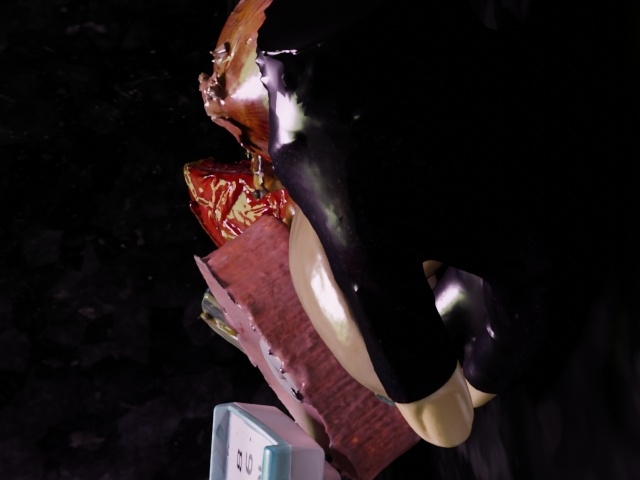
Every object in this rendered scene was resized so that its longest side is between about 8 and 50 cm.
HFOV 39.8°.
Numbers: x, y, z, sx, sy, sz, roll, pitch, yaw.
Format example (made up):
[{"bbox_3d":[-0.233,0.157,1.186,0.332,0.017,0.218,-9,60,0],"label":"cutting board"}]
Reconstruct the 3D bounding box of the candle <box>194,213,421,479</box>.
[{"bbox_3d":[0.005,0.127,0.958,0.287,0.131,0.317,47,167,45],"label":"candle"}]

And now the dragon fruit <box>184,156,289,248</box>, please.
[{"bbox_3d":[-0.108,-0.086,1.682,0.240,0.302,0.330,-67,18,-15],"label":"dragon fruit"}]

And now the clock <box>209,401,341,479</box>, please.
[{"bbox_3d":[-0.046,0.321,0.944,0.231,0.116,0.262,-178,91,-70],"label":"clock"}]

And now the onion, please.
[{"bbox_3d":[-0.049,-0.163,0.964,0.230,0.163,0.230,37,141,37],"label":"onion"}]

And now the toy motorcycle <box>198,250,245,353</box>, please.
[{"bbox_3d":[-0.110,0.122,1.629,0.169,0.237,0.410,-56,0,-15],"label":"toy motorcycle"}]

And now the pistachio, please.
[{"bbox_3d":[0.044,0.032,0.762,0.136,0.135,0.226,92,160,-53],"label":"pistachio"}]

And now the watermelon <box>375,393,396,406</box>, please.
[{"bbox_3d":[0.091,0.126,0.802,0.061,0.085,0.085,5,104,52],"label":"watermelon"}]

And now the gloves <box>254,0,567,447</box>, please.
[{"bbox_3d":[0.057,-0.010,0.483,0.197,0.152,0.301,-75,-17,-45],"label":"gloves"}]

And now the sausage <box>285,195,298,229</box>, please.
[{"bbox_3d":[0.004,0.017,1.095,0.076,0.103,0.302,45,158,19],"label":"sausage"}]

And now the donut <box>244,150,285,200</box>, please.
[{"bbox_3d":[-0.049,-0.154,1.243,0.187,0.126,0.144,-120,30,-61],"label":"donut"}]
